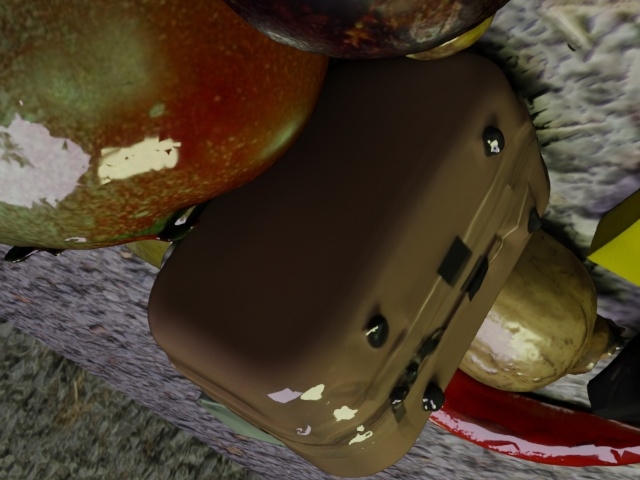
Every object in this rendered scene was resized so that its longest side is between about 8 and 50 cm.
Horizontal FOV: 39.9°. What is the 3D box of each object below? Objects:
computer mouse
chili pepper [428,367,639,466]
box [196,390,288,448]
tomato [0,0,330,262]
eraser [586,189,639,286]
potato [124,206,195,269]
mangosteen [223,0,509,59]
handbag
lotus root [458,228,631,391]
[{"bbox_3d":[0.336,0.116,0.792,0.147,0.088,0.264,2,161,0],"label":"computer mouse"},{"bbox_3d":[0.234,0.207,1.104,0.368,0.092,0.137,15,135,11],"label":"chili pepper"},{"bbox_3d":[-0.024,0.110,0.988,0.129,0.225,0.086,2,145,44],"label":"box"},{"bbox_3d":[-0.152,-0.143,0.605,0.303,0.303,0.239,6,132,39],"label":"tomato"},{"bbox_3d":[0.287,0.010,0.689,0.122,0.045,0.097,28,156,2],"label":"eraser"},{"bbox_3d":[-0.119,-0.039,0.886,0.251,0.159,0.174,9,174,20],"label":"potato"},{"bbox_3d":[0.038,-0.168,0.448,0.192,0.192,0.217,12,165,32],"label":"mangosteen"},{"bbox_3d":[0.000,0.000,0.673,0.283,0.302,0.149,13,152,41],"label":"handbag"},{"bbox_3d":[0.152,0.052,0.799,0.256,0.140,0.154,34,149,2],"label":"lotus root"}]
